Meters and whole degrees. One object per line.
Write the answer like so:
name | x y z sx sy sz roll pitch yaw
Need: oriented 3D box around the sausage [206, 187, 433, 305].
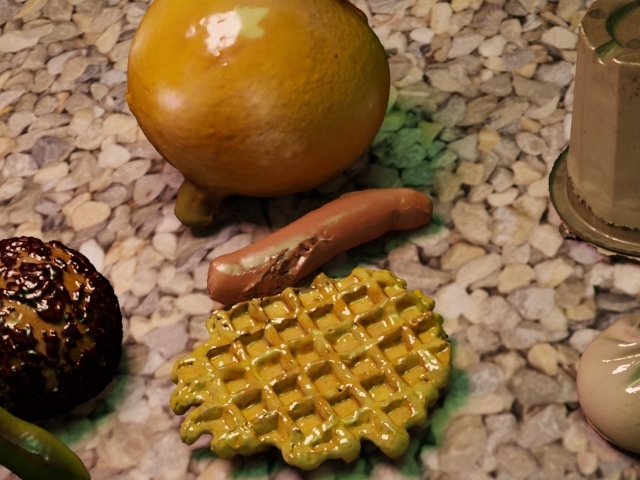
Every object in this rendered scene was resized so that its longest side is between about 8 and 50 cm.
sausage | 0.000 0.000 2.007 0.304 0.078 0.078 -25 42 -19

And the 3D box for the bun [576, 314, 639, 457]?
bun | 0.352 0.135 1.746 0.173 0.120 0.173 -5 37 4

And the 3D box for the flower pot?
flower pot | 0.407 -0.152 1.973 0.290 0.259 0.290 -5 38 4

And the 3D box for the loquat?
loquat | -0.092 -0.181 2.081 0.328 0.328 0.359 29 94 36

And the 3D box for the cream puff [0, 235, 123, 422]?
cream puff | -0.341 0.094 1.880 0.239 0.164 0.239 -7 37 5

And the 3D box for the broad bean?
broad bean | -0.345 0.195 1.766 0.254 0.046 0.065 39 80 -3

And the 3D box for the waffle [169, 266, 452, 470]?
waffle | -0.009 0.137 1.855 0.312 0.060 0.307 2 40 9
